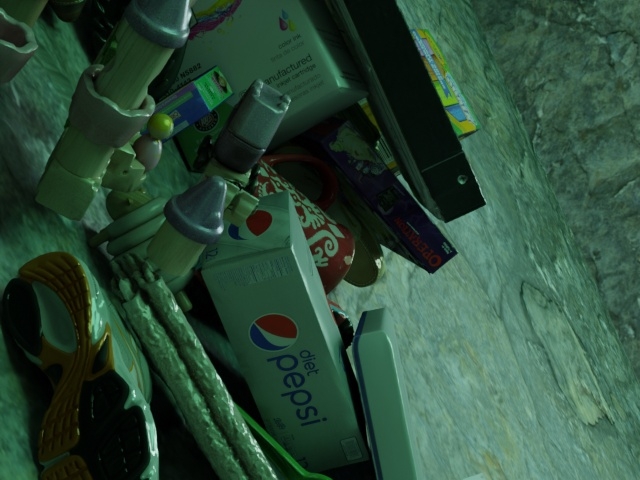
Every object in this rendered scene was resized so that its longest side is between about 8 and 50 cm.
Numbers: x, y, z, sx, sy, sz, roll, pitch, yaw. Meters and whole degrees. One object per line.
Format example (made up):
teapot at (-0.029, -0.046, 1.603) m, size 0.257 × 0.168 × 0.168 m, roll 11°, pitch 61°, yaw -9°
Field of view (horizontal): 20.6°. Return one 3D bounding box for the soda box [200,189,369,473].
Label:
soda box at (-0.032, 0.095, 1.721) m, size 0.098 × 0.091 × 0.286 m, roll -95°, pitch 168°, yaw -53°

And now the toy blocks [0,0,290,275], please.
toy blocks at (-0.137, -0.170, 1.511) m, size 0.309 × 0.260 × 0.288 m, roll 29°, pitch 24°, yaw -12°

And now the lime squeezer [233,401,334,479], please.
lime squeezer at (-0.008, 0.284, 1.717) m, size 0.110 × 0.059 × 0.310 m, roll -20°, pitch 82°, yaw -43°

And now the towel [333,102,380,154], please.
towel at (-0.014, -0.207, 2.275) m, size 0.248 × 0.038 × 0.325 m, roll 54°, pitch -2°, yaw -3°

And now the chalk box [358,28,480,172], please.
chalk box at (0.107, -0.194, 2.573) m, size 0.179 × 0.180 × 0.289 m, roll 62°, pitch 16°, yaw 1°

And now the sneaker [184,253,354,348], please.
sneaker at (-0.054, 0.044, 1.851) m, size 0.262 × 0.104 × 0.125 m, roll 42°, pitch 23°, yaw -48°

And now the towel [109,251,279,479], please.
towel at (-0.102, 0.143, 1.528) m, size 0.282 × 0.049 × 0.187 m, roll 61°, pitch -6°, yaw -10°

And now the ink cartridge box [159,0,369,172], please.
ink cartridge box at (-0.102, -0.243, 1.994) m, size 0.278 × 0.201 × 0.117 m, roll 64°, pitch 17°, yaw 9°

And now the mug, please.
mug at (-0.056, -0.031, 1.954) m, size 0.169 × 0.113 × 0.150 m, roll 42°, pitch 36°, yaw -38°

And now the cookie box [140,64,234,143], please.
cookie box at (-0.149, -0.141, 1.888) m, size 0.040 × 0.092 × 0.107 m, roll 57°, pitch 17°, yaw -8°

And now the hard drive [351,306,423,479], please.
hard drive at (0.075, 0.188, 1.887) m, size 0.319 × 0.040 × 0.210 m, roll -35°, pitch 114°, yaw -87°

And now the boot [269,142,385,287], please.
boot at (0.000, 0.000, 2.128) m, size 0.213 × 0.077 × 0.165 m, roll 54°, pitch 20°, yaw -19°

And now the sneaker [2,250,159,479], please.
sneaker at (-0.165, 0.135, 1.401) m, size 0.121 × 0.099 × 0.262 m, roll 43°, pitch 25°, yaw -57°

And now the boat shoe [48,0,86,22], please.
boat shoe at (-0.274, -0.292, 1.841) m, size 0.178 × 0.064 × 0.060 m, roll -105°, pitch -167°, yaw -49°

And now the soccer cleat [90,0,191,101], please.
soccer cleat at (-0.192, -0.297, 1.901) m, size 0.116 × 0.109 × 0.318 m, roll 63°, pitch 21°, yaw -82°

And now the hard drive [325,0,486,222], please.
hard drive at (0.079, -0.194, 2.020) m, size 0.237 × 0.064 × 0.339 m, roll -119°, pitch -175°, yaw -79°

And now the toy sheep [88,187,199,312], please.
toy sheep at (-0.157, 0.009, 1.630) m, size 0.132 × 0.091 × 0.091 m, roll 59°, pitch 17°, yaw -8°

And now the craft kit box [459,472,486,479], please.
craft kit box at (0.193, 0.405, 2.081) m, size 0.246 × 0.061 × 0.250 m, roll 62°, pitch 16°, yaw 11°

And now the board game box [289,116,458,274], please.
board game box at (0.051, -0.068, 2.180) m, size 0.208 × 0.056 × 0.347 m, roll 54°, pitch -4°, yaw -11°
